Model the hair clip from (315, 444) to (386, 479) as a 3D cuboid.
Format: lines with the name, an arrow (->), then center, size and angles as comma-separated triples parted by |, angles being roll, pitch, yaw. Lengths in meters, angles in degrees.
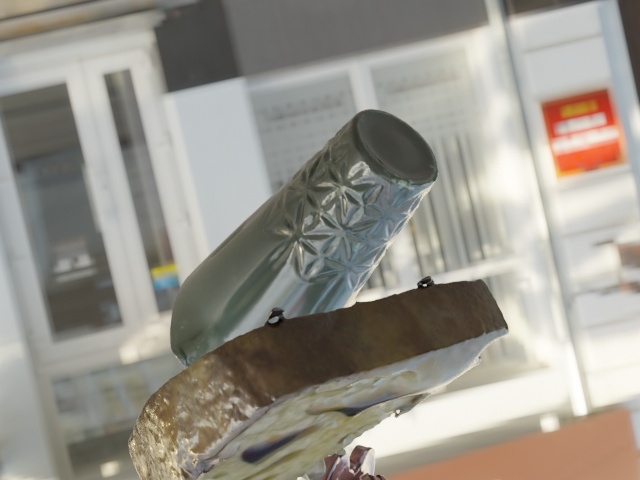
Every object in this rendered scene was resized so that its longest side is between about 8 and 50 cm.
hair clip -> 0.019, 0.248, 1.510 | 0.102, 0.123, 0.138 | 16, -168, -14

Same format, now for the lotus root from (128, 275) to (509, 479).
lotus root -> -0.020, 0.104, 1.058 | 0.261, 0.074, 0.170 | -35, 155, 24

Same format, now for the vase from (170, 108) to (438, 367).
vase -> 0.000, 0.000, 1.606 | 0.251, 0.156, 0.301 | -23, 159, -51
